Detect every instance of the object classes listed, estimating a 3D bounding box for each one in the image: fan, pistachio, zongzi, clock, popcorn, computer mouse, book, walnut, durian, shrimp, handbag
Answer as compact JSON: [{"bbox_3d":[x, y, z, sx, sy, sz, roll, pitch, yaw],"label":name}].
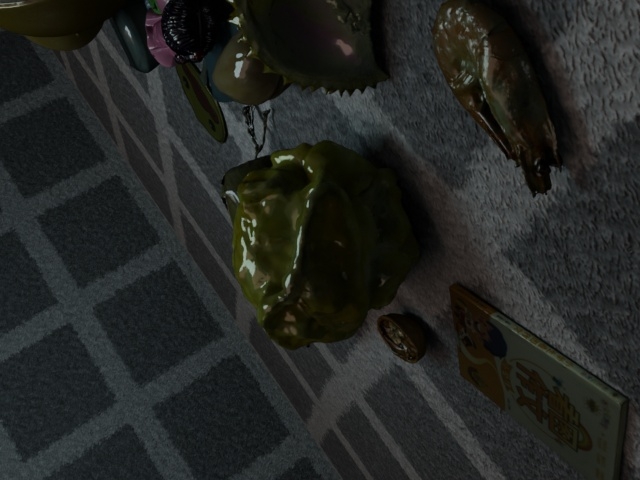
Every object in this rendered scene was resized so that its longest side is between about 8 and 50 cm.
[{"bbox_3d":[-0.277,-0.345,1.561,0.229,0.011,0.335,57,161,4],"label":"fan"},{"bbox_3d":[-0.104,-0.276,1.055,0.185,0.124,0.124,-4,116,53],"label":"pistachio"},{"bbox_3d":[-0.090,-0.005,1.377,0.447,0.181,0.418,56,162,15],"label":"zongzi"},{"bbox_3d":[-0.251,-0.412,1.205,0.195,0.100,0.194,22,119,59],"label":"clock"},{"bbox_3d":[0.007,0.005,1.021,0.312,0.312,0.312,49,159,26],"label":"popcorn"},{"bbox_3d":[-0.406,-0.481,1.514,0.371,0.122,0.188,34,148,64],"label":"computer mouse"},{"bbox_3d":[0.297,0.204,0.954,0.295,0.020,0.208,38,151,46],"label":"book"},{"bbox_3d":[0.153,0.166,1.204,0.121,0.052,0.091,28,143,53],"label":"walnut"},{"bbox_3d":[-0.019,-0.305,0.777,0.166,0.172,0.306,19,135,25],"label":"durian"},{"bbox_3d":[0.178,-0.142,0.675,0.217,0.051,0.115,59,168,-5],"label":"shrimp"},{"bbox_3d":[-0.160,-0.331,1.238,0.221,0.057,0.144,22,133,62],"label":"handbag"}]

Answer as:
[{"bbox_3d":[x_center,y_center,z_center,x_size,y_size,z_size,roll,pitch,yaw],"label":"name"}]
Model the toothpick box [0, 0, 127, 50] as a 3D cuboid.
[{"bbox_3d":[-0.489,-0.556,1.143,0.409,0.409,0.425,59,158,-1],"label":"toothpick box"}]
